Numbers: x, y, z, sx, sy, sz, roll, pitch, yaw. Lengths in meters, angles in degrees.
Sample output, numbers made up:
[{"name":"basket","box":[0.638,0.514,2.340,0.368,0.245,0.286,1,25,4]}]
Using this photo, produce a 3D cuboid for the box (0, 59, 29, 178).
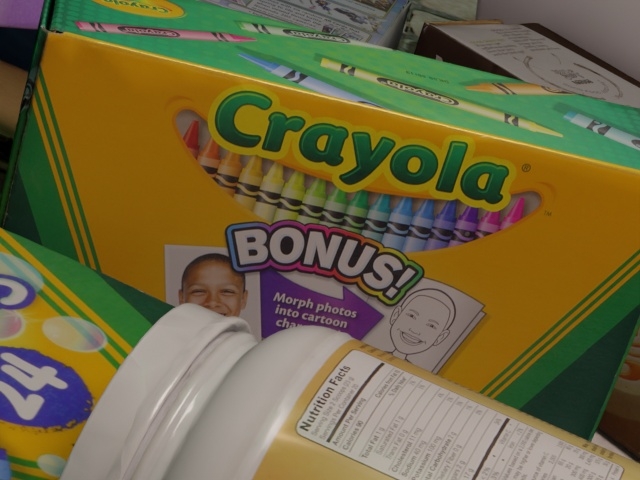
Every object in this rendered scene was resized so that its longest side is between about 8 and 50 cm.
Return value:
[{"name":"box","box":[-0.153,-0.062,0.882,0.164,0.021,0.201,21,10,-39]}]

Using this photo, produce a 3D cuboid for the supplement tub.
[{"name":"supplement tub","box":[0.022,0.114,0.563,0.199,0.144,0.144,23,25,12]}]

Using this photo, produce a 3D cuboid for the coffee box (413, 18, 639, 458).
[{"name":"coffee box","box":[0.147,-0.001,0.889,0.098,0.141,0.246,-8,36,-44]}]

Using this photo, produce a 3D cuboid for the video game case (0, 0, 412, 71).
[{"name":"video game case","box":[-0.096,-0.140,1.109,0.269,0.061,0.244,20,26,5]}]

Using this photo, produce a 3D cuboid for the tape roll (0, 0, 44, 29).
[{"name":"tape roll","box":[-0.208,-0.218,1.023,0.274,0.090,0.275,14,25,-7]}]

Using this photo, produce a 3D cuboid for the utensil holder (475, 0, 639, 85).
[{"name":"utensil holder","box":[0.325,-0.097,0.982,0.327,0.328,0.385,-10,33,-45]}]

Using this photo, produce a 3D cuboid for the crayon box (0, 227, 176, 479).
[{"name":"crayon box","box":[-0.220,0.038,0.636,0.323,0.083,0.203,23,25,12]}]

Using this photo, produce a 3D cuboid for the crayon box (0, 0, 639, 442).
[{"name":"crayon box","box":[0.000,0.000,0.759,0.278,0.165,0.081,12,25,-11]}]
